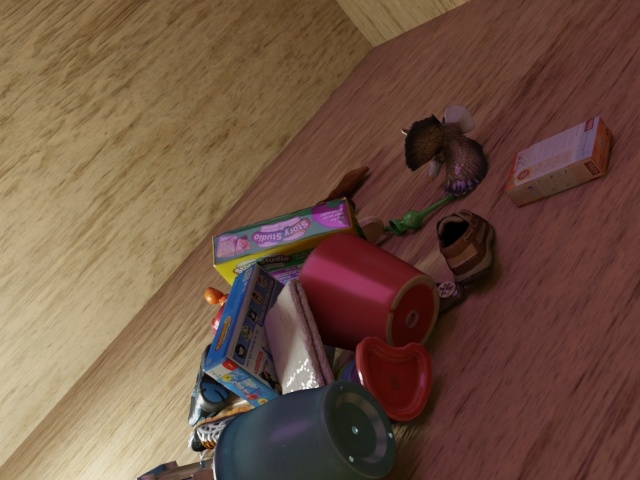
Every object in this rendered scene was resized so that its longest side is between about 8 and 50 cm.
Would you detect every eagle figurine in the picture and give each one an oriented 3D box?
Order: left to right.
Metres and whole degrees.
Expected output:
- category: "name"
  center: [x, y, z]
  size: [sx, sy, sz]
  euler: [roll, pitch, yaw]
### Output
- category: "eagle figurine"
  center: [0.361, -0.264, 2.006]
  size: [0.226, 0.225, 0.298]
  euler: [-13, 14, 10]

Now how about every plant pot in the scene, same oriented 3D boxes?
- category: "plant pot"
  center: [-0.011, 0.390, 1.247]
  size: [0.255, 0.272, 0.271]
  euler: [-39, 20, 30]
- category: "plant pot"
  center: [0.116, 0.140, 1.542]
  size: [0.243, 0.275, 0.275]
  euler: [18, 61, 41]

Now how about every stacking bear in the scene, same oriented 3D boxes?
- category: "stacking bear"
  center: [0.078, 0.324, 1.427]
  size: [0.289, 0.175, 0.164]
  euler: [-36, 49, 50]

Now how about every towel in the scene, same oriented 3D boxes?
- category: "towel"
  center: [-0.048, 0.242, 1.464]
  size: [0.187, 0.049, 0.282]
  euler: [-57, 43, 47]

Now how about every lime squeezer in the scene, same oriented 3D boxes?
- category: "lime squeezer"
  center: [0.251, -0.064, 2.010]
  size: [0.310, 0.059, 0.110]
  euler: [-27, 26, 42]

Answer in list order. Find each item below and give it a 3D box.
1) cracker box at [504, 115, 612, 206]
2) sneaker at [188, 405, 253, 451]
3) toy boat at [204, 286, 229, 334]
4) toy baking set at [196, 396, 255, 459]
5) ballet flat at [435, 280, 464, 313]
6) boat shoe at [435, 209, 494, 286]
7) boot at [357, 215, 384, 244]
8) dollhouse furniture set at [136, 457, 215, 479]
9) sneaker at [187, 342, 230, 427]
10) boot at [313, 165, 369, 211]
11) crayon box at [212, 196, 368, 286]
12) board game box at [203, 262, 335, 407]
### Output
- category: "cracker box"
  center: [0.566, -0.185, 1.623]
  size: [0.232, 0.067, 0.155]
  euler: [-24, 28, 46]
- category: "sneaker"
  center: [-0.260, 0.508, 1.773]
  size: [0.215, 0.084, 0.083]
  euler: [-31, 36, 20]
- category: "toy boat"
  center: [-0.299, 0.192, 2.172]
  size: [0.231, 0.151, 0.151]
  euler: [-58, -11, -33]
- category: "toy baking set"
  center: [-0.254, 0.511, 1.870]
  size: [0.256, 0.030, 0.196]
  euler: [-24, 28, 44]
- category: "ballet flat"
  center: [0.236, 0.139, 1.625]
  size: [0.250, 0.058, 0.084]
  euler: [-20, 30, 50]
- category: "boat shoe"
  center: [0.338, -0.015, 1.619]
  size: [0.122, 0.120, 0.324]
  euler: [-36, 14, 17]
- category: "boot"
  center: [0.092, 0.057, 2.012]
  size: [0.262, 0.095, 0.203]
  euler: [-41, 19, 18]
- category: "dollhouse furniture set"
  center: [-0.292, 0.637, 1.644]
  size: [0.286, 0.198, 0.303]
  euler: [-17, -6, 11]
- category: "sneaker"
  center: [-0.333, 0.428, 2.057]
  size: [0.139, 0.125, 0.341]
  euler: [-59, 6, 19]
- category: "boot"
  center: [0.104, -0.174, 2.526]
  size: [0.280, 0.096, 0.264]
  euler: [-47, 11, -30]
- category: "crayon box"
  center: [-0.054, 0.055, 1.791]
  size: [0.363, 0.313, 0.106]
  euler: [-16, 54, 11]
- category: "board game box"
  center: [-0.105, 0.261, 1.642]
  size: [0.086, 0.302, 0.308]
  euler: [-33, 27, 32]
